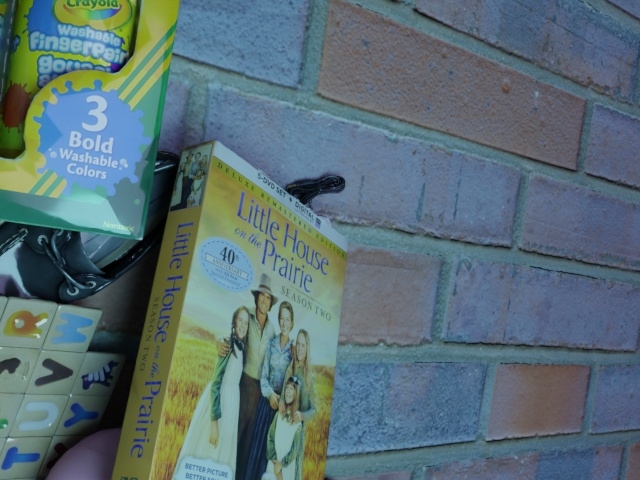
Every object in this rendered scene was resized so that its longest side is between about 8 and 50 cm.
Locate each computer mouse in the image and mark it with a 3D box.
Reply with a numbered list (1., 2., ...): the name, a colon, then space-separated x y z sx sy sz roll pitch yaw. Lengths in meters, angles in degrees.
1. computer mouse: 0.000 0.000 1.087 0.106 0.042 0.192 -14 103 -36

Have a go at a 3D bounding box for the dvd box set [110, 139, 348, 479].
1. dvd box set: -0.083 0.134 0.856 0.308 0.062 0.420 37 52 -48

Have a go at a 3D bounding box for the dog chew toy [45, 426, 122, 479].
1. dog chew toy: -0.184 0.283 0.891 0.332 0.207 0.206 -42 119 -43

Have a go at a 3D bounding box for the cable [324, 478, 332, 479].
1. cable: -0.015 0.454 1.133 0.185 0.047 0.150 -5 93 -34

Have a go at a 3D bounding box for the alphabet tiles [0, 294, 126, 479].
1. alphabet tiles: -0.387 0.188 0.768 0.343 0.011 0.285 16 101 -47

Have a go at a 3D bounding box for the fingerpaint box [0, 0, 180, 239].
1. fingerpaint box: -0.364 -0.214 0.649 0.445 0.163 0.370 9 89 -22

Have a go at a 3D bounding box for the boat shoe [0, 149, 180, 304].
1. boat shoe: -0.277 0.002 0.835 0.340 0.113 0.127 -34 115 -29
